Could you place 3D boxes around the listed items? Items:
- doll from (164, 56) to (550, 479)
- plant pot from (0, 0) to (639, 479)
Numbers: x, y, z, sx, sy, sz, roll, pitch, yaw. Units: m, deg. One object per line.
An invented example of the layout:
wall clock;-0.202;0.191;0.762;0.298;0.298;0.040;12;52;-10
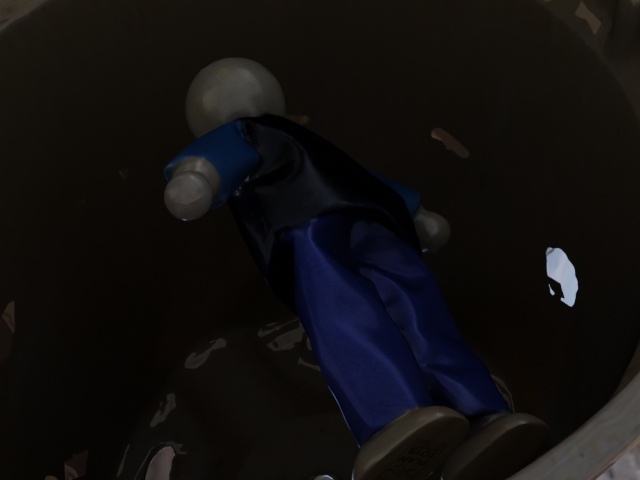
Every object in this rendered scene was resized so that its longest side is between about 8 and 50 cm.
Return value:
doll;0.000;0.000;0.485;0.129;0.046;0.189;12;-144;-40
plant pot;-0.015;0.040;0.563;0.333;0.305;0.334;-3;-126;5
